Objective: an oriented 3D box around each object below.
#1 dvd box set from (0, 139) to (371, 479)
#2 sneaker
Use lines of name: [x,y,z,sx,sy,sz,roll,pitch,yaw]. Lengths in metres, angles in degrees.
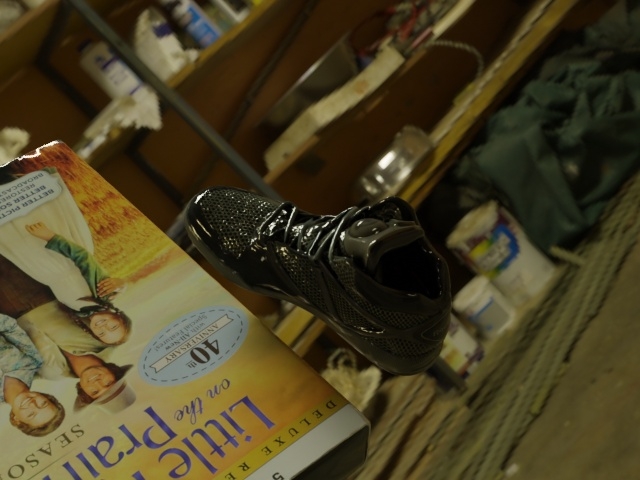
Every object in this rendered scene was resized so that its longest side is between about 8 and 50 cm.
dvd box set: [-0.214,0.104,0.726,0.307,0.420,0.062,-31,-37,-28]
sneaker: [0.000,0.000,0.713,0.087,0.227,0.130,-47,-19,-34]
